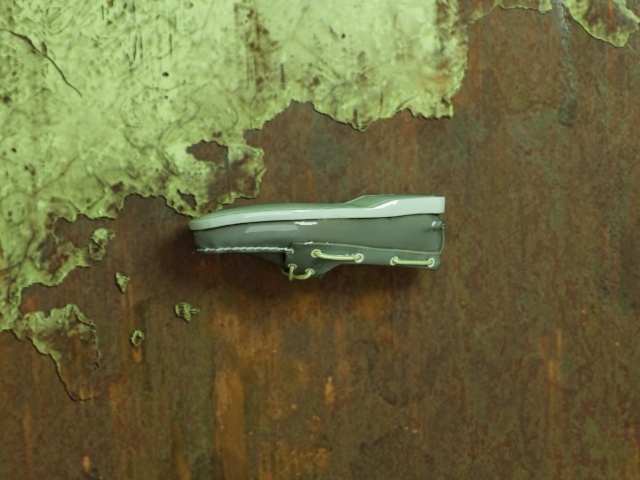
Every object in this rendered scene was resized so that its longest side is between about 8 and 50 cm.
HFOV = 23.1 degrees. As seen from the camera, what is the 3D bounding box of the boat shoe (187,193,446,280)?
[{"bbox_3d":[0.000,0.000,1.904,0.324,0.116,0.097,-5,97,-20],"label":"boat shoe"}]
